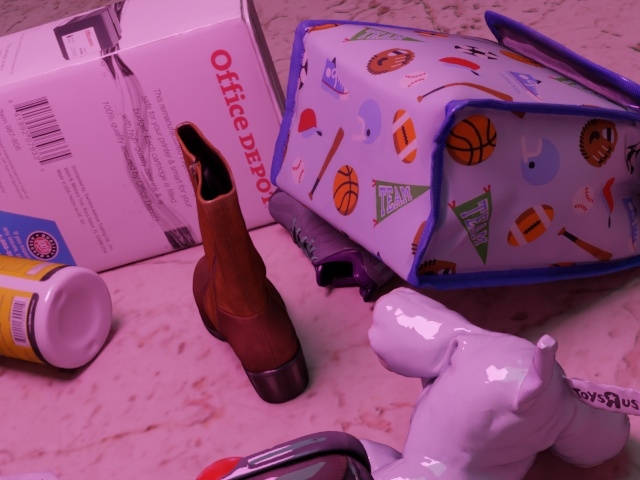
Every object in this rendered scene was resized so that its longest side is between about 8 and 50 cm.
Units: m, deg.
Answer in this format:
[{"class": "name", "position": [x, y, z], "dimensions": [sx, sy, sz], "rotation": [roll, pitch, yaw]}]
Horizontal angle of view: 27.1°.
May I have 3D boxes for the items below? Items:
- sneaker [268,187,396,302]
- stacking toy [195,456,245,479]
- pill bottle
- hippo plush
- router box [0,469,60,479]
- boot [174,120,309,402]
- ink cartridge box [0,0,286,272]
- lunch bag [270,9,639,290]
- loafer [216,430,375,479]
[{"class": "sneaker", "position": [0.000, 0.000, 1.536], "dimensions": [0.223, 0.083, 0.098], "rotation": [21, 56, 42]}, {"class": "stacking toy", "position": [-0.044, 0.291, 1.117], "dimensions": [0.141, 0.141, 0.330], "rotation": [-22, 30, -4]}, {"class": "pill bottle", "position": [-0.359, 0.079, 1.567], "dimensions": [0.208, 0.119, 0.119], "rotation": [7, 42, 33]}, {"class": "hippo plush", "position": [0.132, 0.201, 1.133], "dimensions": [0.236, 0.234, 0.294], "rotation": [-61, 28, -5]}, {"class": "router box", "position": [-0.320, 0.317, 1.107], "dimensions": [0.335, 0.082, 0.301], "rotation": [-3, 21, -37]}, {"class": "boot", "position": [-0.114, 0.002, 1.408], "dimensions": [0.096, 0.280, 0.264], "rotation": [-21, 34, -3]}, {"class": "ink cartridge box", "position": [-0.237, -0.135, 1.655], "dimensions": [0.395, 0.285, 0.166], "rotation": [-15, 34, 5]}, {"class": "lunch bag", "position": [0.194, -0.106, 1.430], "dimensions": [0.385, 0.239, 0.328], "rotation": [1, 23, -29]}, {"class": "loafer", "position": [-0.094, 0.244, 1.000], "dimensions": [0.302, 0.109, 0.095], "rotation": [-25, 44, 0]}]
